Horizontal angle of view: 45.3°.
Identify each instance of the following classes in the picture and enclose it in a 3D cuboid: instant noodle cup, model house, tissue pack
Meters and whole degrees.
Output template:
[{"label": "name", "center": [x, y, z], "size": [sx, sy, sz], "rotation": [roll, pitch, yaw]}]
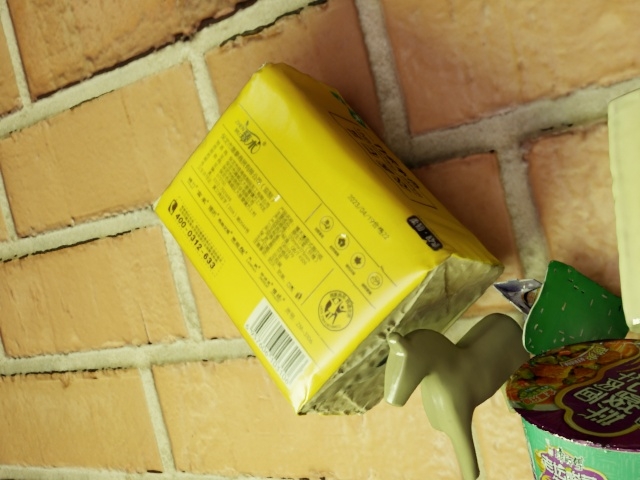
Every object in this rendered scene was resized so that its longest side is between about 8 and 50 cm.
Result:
[{"label": "instant noodle cup", "center": [0.327, 0.237, 0.801], "size": [0.251, 0.251, 0.190], "rotation": [3, 108, 36]}, {"label": "model house", "center": [0.290, 0.095, 0.949], "size": [0.088, 0.166, 0.117], "rotation": [11, 79, 61]}, {"label": "tissue pack", "center": [0.000, 0.000, 1.026], "size": [0.293, 0.228, 0.382], "rotation": [-50, 62, 18]}]

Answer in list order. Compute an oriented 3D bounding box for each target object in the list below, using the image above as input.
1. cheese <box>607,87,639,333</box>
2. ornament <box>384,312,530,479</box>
[{"label": "cheese", "center": [0.422, -0.045, 0.759], "size": [0.242, 0.123, 0.266], "rotation": [-11, 65, 33]}, {"label": "ornament", "center": [0.175, 0.175, 0.953], "size": [0.061, 0.230, 0.245], "rotation": [10, 127, 51]}]
